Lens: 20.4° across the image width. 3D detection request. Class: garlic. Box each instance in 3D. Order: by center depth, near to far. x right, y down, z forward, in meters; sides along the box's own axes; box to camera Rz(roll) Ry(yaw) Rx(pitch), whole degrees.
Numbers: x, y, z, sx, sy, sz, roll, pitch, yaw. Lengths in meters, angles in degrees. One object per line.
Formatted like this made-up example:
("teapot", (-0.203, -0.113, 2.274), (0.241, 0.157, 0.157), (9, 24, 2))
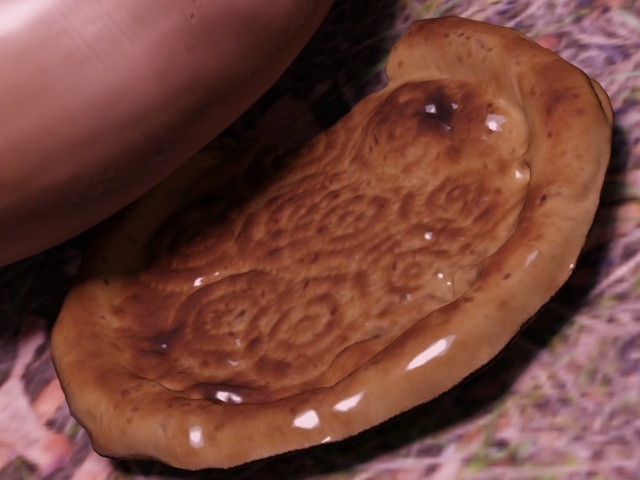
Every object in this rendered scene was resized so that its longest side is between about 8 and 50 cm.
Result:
("garlic", (-0.148, -0.122, 0.730), (0.340, 0.231, 0.246), (-26, 24, 13))

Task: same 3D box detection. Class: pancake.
("pancake", (0.000, 0.000, 0.660), (0.235, 0.029, 0.212), (-28, 35, 10))
